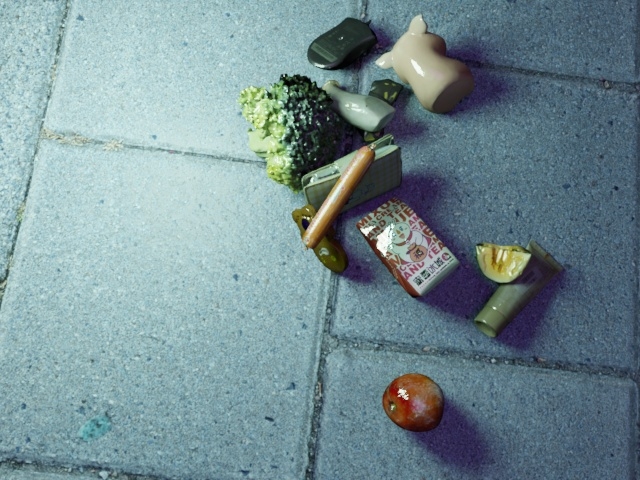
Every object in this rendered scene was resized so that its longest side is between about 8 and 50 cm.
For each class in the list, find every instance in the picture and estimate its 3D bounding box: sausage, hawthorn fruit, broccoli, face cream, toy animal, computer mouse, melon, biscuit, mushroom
[{"bbox_3d":[0.049,-0.118,1.186,0.053,0.053,0.347,34,93,2],"label":"sausage"},{"bbox_3d":[0.267,0.466,1.251,0.173,0.173,0.172,0,82,-3],"label":"hawthorn fruit"},{"bbox_3d":[-0.092,-0.316,1.307,0.281,0.293,0.347,4,112,34],"label":"broccoli"},{"bbox_3d":[0.619,0.156,1.359,0.137,0.084,0.341,45,75,5],"label":"face cream"},{"bbox_3d":[0.350,-0.546,1.371,0.256,0.213,0.195,53,125,11],"label":"toy animal"},{"bbox_3d":[0.072,-0.635,1.424,0.264,0.088,0.147,-39,68,-7],"label":"computer mouse"},{"bbox_3d":[0.567,0.070,1.358,0.160,0.079,0.128,12,87,27],"label":"melon"},{"bbox_3d":[0.000,0.000,1.298,0.039,0.180,0.236,-40,99,-27],"label":"biscuit"},{"bbox_3d":[0.095,-0.425,1.351,0.270,0.103,0.118,37,49,25],"label":"mushroom"}]

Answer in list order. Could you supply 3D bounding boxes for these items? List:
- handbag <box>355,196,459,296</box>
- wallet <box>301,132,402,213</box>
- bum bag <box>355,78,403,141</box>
[{"bbox_3d":[0.255,0.018,1.317,0.171,0.151,0.298,-40,83,-4],"label":"handbag"},{"bbox_3d":[0.097,-0.173,1.304,0.310,0.223,0.077,-26,61,-7],"label":"wallet"},{"bbox_3d":[0.187,-0.427,1.416,0.107,0.060,0.232,23,80,12],"label":"bum bag"}]
